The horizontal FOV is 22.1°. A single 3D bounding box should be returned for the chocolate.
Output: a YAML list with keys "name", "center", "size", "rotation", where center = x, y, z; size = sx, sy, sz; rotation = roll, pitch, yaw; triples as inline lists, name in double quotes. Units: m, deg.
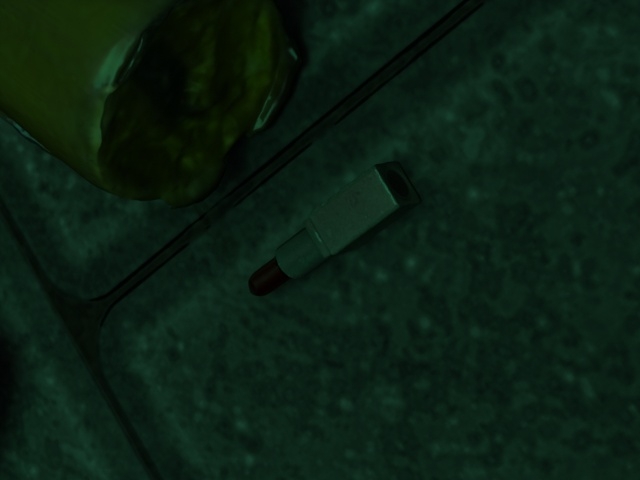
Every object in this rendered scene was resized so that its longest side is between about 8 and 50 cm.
- name: "chocolate"
  center: [-0.222, -0.189, 1.041]
  size: [0.445, 0.162, 0.162]
  rotation: [35, 113, 27]

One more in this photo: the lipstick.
- name: "lipstick"
  center: [0.000, 0.000, 0.987]
  size: [0.129, 0.030, 0.030]
  rotation: [-37, 78, 30]
